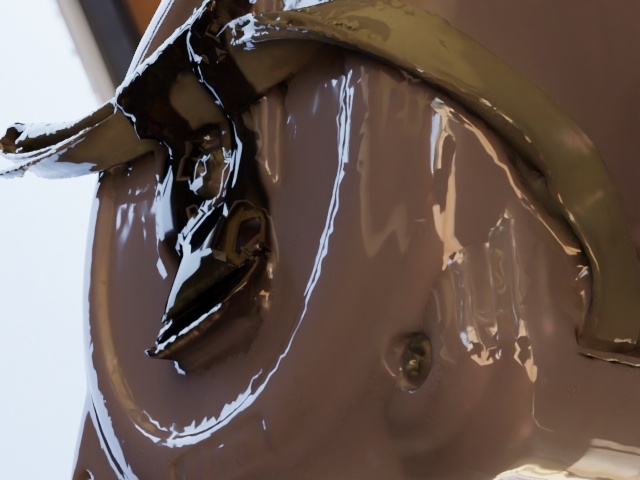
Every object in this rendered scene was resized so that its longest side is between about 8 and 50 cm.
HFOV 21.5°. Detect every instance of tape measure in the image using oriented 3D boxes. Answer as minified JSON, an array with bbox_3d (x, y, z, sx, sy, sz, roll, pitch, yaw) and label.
[{"bbox_3d":[-0.002,-0.002,0.402,0.105,0.196,0.178,13,-126,-29],"label":"tape measure"}]
